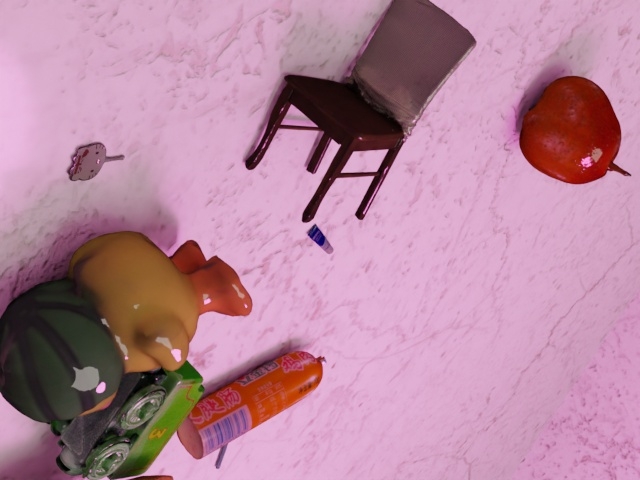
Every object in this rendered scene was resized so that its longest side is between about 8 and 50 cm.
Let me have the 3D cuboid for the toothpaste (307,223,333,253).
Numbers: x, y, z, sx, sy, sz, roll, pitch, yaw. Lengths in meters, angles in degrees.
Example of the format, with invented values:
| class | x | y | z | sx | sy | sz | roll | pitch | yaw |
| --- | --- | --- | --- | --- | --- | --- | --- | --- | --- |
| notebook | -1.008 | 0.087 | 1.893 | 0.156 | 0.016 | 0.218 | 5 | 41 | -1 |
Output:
| class | x | y | z | sx | sy | sz | roll | pitch | yaw |
| --- | --- | --- | --- | --- | --- | --- | --- | --- | --- |
| toothpaste | 0.000 | 0.000 | 1.865 | 0.024 | 0.015 | 0.083 | -52 | 146 | -9 |

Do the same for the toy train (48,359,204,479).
| class | x | y | z | sx | sy | sz | roll | pitch | yaw |
| --- | --- | --- | --- | --- | --- | --- | --- | --- | --- |
| toy train | -0.290 | 0.254 | 1.676 | 0.243 | 0.132 | 0.188 | -55 | 154 | 16 |

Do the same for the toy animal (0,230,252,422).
| class | x | y | z | sx | sy | sz | roll | pitch | yaw |
| --- | --- | --- | --- | --- | --- | --- | --- | --- | --- |
| toy animal | -0.277 | 0.095 | 1.454 | 0.338 | 0.216 | 0.191 | -30 | 118 | -22 |

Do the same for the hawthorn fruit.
| class | x | y | z | sx | sy | sz | roll | pitch | yaw |
| --- | --- | --- | --- | --- | --- | --- | --- | --- | --- |
| hawthorn fruit | 0.485 | -0.187 | 2.065 | 0.196 | 0.225 | 0.196 | -41 | 162 | -17 |

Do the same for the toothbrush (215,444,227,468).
| class | x | y | z | sx | sy | sz | roll | pitch | yaw |
| --- | --- | --- | --- | --- | --- | --- | --- | --- | --- |
| toothbrush | -0.170 | 0.369 | 2.070 | 0.011 | 0.014 | 0.167 | -25 | 144 | -49 |

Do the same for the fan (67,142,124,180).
| class | x | y | z | sx | sy | sz | roll | pitch | yaw |
| --- | --- | --- | --- | --- | --- | --- | --- | --- | --- |
| fan | -0.280 | -0.100 | 1.398 | 0.083 | 0.004 | 0.056 | -12 | 134 | -47 |

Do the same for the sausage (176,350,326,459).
| class | x | y | z | sx | sy | sz | roll | pitch | yaw |
| --- | --- | --- | --- | --- | --- | --- | --- | --- | --- |
| sausage | -0.108 | 0.275 | 1.967 | 0.312 | 0.093 | 0.093 | -26 | 143 | -33 |

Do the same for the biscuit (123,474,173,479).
| class | x | y | z | sx | sy | sz | roll | pitch | yaw |
| --- | --- | --- | --- | --- | --- | --- | --- | --- | --- |
| biscuit | -0.395 | 0.409 | 1.695 | 0.334 | 0.047 | 0.202 | -12 | 169 | -22 |

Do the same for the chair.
| class | x | y | z | sx | sy | sz | roll | pitch | yaw |
| --- | --- | --- | --- | --- | --- | --- | --- | --- | --- |
| chair | 0.056 | -0.193 | 1.573 | 0.186 | 0.160 | 0.319 | -4 | 130 | -53 |
